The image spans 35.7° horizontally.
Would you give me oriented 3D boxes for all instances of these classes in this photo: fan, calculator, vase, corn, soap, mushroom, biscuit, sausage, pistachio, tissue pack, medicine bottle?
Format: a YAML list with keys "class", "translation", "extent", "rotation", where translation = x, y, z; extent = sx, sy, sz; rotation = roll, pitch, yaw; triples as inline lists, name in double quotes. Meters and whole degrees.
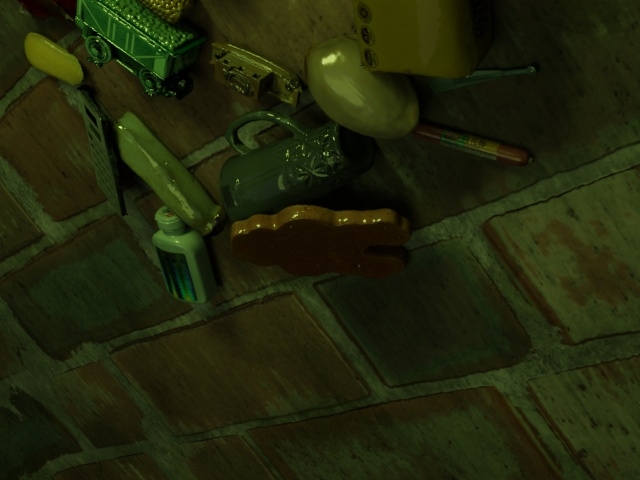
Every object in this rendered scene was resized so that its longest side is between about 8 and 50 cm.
- class: "fan"
  translation: [0.249, -0.256, 1.545]
  extent: [0.193, 0.016, 0.038]
  rotation: [-1, 121, 40]
- class: "calculator"
  translation: [-0.465, -0.189, 2.121]
  extent: [0.161, 0.021, 0.262]
  rotation: [47, 151, 45]
- class: "vase"
  translation: [-0.050, -0.134, 1.802]
  extent: [0.301, 0.156, 0.251]
  rotation: [-21, 107, 40]
- class: "corn"
  translation: [-0.333, -0.490, 1.754]
  extent: [0.260, 0.091, 0.091]
  rotation: [44, 141, -4]
- class: "soap"
  translation: [-0.551, -0.372, 2.074]
  extent: [0.168, 0.033, 0.089]
  rotation: [32, 141, 13]
- class: "mushroom"
  translation: [-0.316, -0.127, 2.064]
  extent: [0.312, 0.081, 0.100]
  rotation: [46, 132, -1]
- class: "biscuit"
  translation: [0.000, 0.000, 1.836]
  extent: [0.334, 0.047, 0.202]
  rotation: [1, 145, 2]
- class: "sausage"
  translation: [0.244, -0.158, 1.624]
  extent: [0.223, 0.029, 0.029]
  rotation: [19, 134, 25]
- class: "pistachio"
  translation: [0.068, -0.246, 1.608]
  extent: [0.215, 0.144, 0.144]
  rotation: [43, 140, 3]
- class: "tissue pack"
  translation: [0.140, -0.381, 1.432]
  extent: [0.192, 0.134, 0.271]
  rotation: [12, 131, 30]
- class: "medicine bottle"
  translation: [-0.305, 0.028, 2.186]
  extent: [0.121, 0.083, 0.229]
  rotation: [16, 134, 31]

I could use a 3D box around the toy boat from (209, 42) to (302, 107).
- class: "toy boat"
  translation: [-0.117, -0.291, 1.761]
  extent: [0.200, 0.077, 0.057]
  rotation: [28, 137, 17]

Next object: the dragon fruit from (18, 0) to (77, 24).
- class: "dragon fruit"
  translation: [-0.538, -0.536, 1.878]
  extent: [0.282, 0.100, 0.343]
  rotation: [42, 141, -6]

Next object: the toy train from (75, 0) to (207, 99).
- class: "toy train"
  translation: [-0.338, -0.374, 1.847]
  extent: [0.269, 0.115, 0.154]
  rotation: [37, 135, 12]
